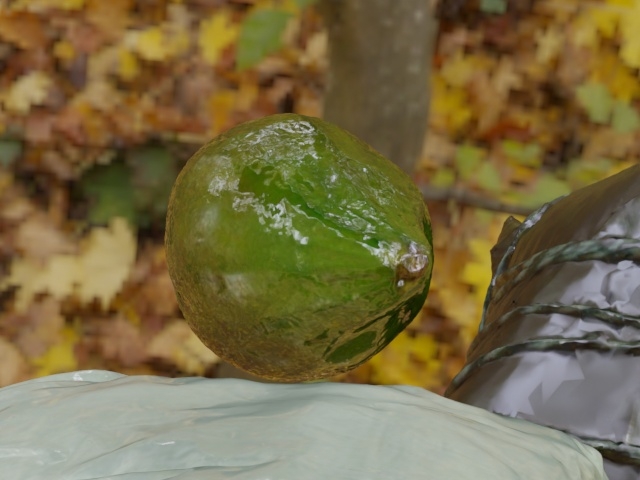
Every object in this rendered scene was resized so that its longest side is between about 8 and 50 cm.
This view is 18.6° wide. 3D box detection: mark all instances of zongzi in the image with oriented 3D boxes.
[{"bbox_3d":[0.152,0.113,1.232,0.362,0.319,0.383,4,66,-27],"label":"zongzi"}]

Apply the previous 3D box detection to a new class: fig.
[{"bbox_3d":[0.000,0.000,0.861,0.123,0.123,0.156,-7,-5,-28],"label":"fig"}]

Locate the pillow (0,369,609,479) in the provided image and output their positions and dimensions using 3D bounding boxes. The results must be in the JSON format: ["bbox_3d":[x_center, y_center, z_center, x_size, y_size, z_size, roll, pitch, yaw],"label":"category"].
[{"bbox_3d":[-0.042,0.118,0.590,0.283,0.138,0.310,3,11,14],"label":"pillow"}]
